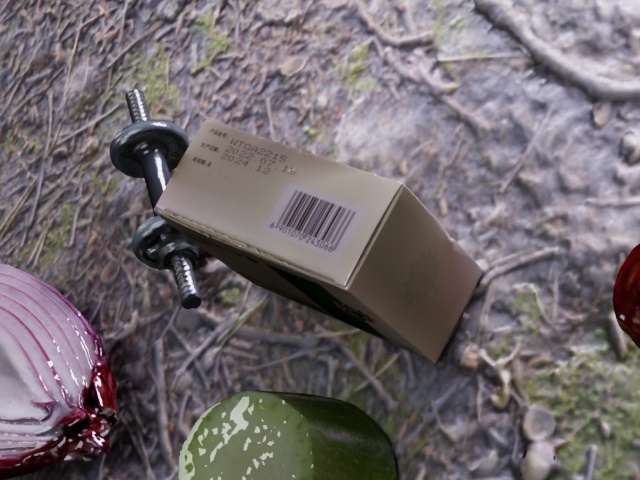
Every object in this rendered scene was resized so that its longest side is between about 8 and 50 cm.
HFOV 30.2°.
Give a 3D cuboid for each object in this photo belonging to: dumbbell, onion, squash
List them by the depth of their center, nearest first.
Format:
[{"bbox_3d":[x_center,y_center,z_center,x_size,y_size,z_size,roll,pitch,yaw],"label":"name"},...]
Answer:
[{"bbox_3d":[-0.031,0.194,0.941,0.170,0.123,0.170,-10,65,23],"label":"squash"},{"bbox_3d":[-0.298,0.153,1.112,0.283,0.120,0.227,25,57,25],"label":"onion"},{"bbox_3d":[-0.152,-0.045,1.135,0.082,0.081,0.254,-32,57,18],"label":"dumbbell"}]

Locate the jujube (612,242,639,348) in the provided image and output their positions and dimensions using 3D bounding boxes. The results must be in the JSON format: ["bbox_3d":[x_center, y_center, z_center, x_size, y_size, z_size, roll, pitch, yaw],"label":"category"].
[{"bbox_3d":[0.284,0.015,0.813,0.112,0.109,0.176,41,93,3],"label":"jujube"}]

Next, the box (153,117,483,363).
[{"bbox_3d":[0.000,0.000,0.963,0.212,0.168,0.095,21,79,37],"label":"box"}]
